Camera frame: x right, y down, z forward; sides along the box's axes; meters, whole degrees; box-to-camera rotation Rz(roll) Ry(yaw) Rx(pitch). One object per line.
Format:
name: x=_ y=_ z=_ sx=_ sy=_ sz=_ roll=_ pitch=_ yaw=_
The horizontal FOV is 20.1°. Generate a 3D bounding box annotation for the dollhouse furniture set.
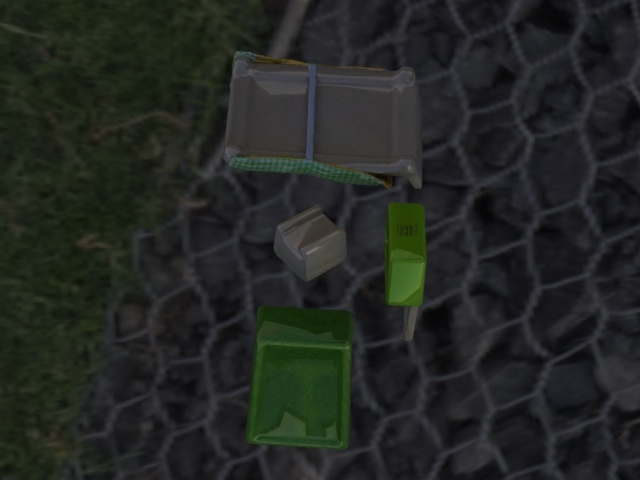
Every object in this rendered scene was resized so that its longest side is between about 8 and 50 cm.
dollhouse furniture set: x=0.000 y=0.000 z=0.673 sx=0.076 sy=0.058 sz=0.152 roll=3 pitch=47 yaw=-2
